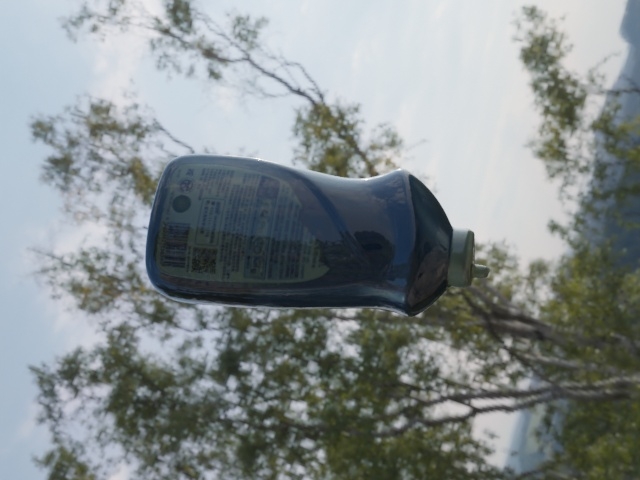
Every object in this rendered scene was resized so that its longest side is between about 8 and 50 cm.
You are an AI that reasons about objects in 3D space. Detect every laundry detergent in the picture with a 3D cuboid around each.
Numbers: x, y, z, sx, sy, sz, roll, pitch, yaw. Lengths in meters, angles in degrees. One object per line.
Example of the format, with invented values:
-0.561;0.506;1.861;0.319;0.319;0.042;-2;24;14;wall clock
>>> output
0.000;-0.001;0.547;0.061;0.206;0.097;71;-152;-61;laundry detergent
